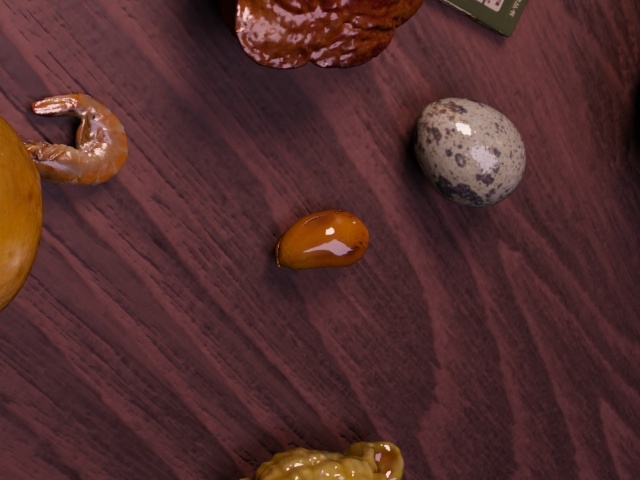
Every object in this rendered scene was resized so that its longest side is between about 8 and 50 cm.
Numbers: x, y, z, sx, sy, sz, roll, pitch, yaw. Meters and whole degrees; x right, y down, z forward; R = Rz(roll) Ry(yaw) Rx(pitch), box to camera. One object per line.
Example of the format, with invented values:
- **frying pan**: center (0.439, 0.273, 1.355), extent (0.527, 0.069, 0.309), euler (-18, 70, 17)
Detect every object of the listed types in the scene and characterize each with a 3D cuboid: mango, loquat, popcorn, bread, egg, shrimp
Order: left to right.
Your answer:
- **loquat**: center (-0.358, -0.026, 0.848), extent (0.244, 0.244, 0.243), euler (-14, 117, -29)
- **shrimp**: center (-0.273, -0.108, 0.989), extent (0.163, 0.045, 0.095), euler (7, 105, -35)
- **mango**: center (0.000, 0.000, 1.204), extent (0.127, 0.077, 0.063), euler (-14, 143, -14)
- **bread**: center (0.000, -0.304, 1.002), extent (0.247, 0.135, 0.232), euler (-16, 117, -26)
- **popcorn**: center (0.015, 0.395, 1.294), extent (0.286, 0.225, 0.173), euler (-3, 144, -36)
- **egg**: center (0.192, -0.118, 1.250), extent (0.172, 0.132, 0.132), euler (39, 86, -29)

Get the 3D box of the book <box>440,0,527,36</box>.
- **book**: center (0.188, -0.395, 1.192), extent (0.264, 0.027, 0.202), euler (17, 99, -37)
